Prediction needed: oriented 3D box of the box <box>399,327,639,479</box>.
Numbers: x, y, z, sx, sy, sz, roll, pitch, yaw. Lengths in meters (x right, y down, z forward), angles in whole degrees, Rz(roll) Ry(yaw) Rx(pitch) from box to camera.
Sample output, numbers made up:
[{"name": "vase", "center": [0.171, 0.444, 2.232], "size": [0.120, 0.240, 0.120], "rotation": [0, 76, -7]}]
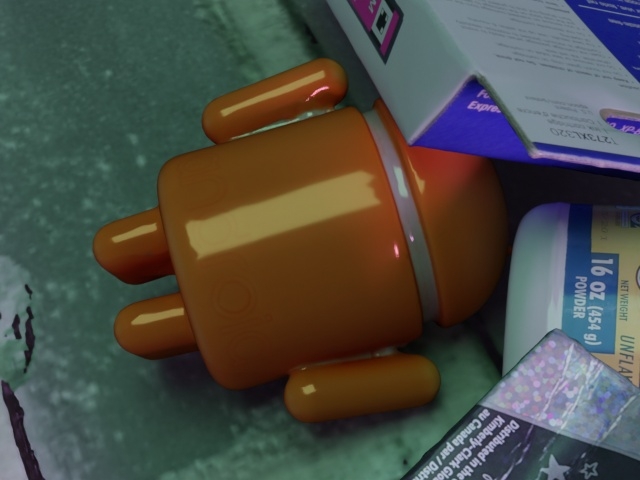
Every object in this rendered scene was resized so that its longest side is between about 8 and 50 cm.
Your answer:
[{"name": "box", "center": [0.078, 0.175, 0.378], "size": [0.163, 0.247, 0.142], "rotation": [-40, 59, -17]}]

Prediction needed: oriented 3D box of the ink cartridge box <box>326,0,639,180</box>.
[{"name": "ink cartridge box", "center": [0.101, -0.117, 0.610], "size": [0.176, 0.069, 0.371], "rotation": [6, 34, -24]}]

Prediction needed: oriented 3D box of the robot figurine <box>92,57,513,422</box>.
[{"name": "robot figurine", "center": [0.001, 0.002, 0.595], "size": [0.220, 0.128, 0.158], "rotation": [-17, 42, -2]}]

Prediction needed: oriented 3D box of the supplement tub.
[{"name": "supplement tub", "center": [0.183, 0.058, 0.507], "size": [0.200, 0.144, 0.144], "rotation": [3, 55, 13]}]
